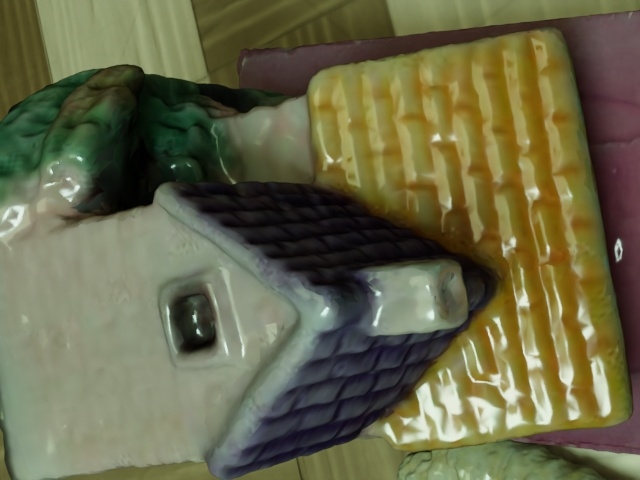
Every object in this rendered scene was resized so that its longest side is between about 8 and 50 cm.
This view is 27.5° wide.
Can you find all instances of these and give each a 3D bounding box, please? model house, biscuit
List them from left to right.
[{"bbox_3d":[0.000,0.000,0.609,0.237,0.237,0.202,-10,82,34],"label":"model house"},{"bbox_3d":[0.143,0.158,0.762,0.219,0.061,0.055,21,148,38],"label":"biscuit"}]

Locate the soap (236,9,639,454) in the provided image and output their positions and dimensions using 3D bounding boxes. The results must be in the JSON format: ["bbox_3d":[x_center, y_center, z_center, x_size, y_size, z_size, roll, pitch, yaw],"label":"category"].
[{"bbox_3d":[0.124,-0.009,0.734,0.360,0.128,0.233,0,93,38],"label":"soap"}]
